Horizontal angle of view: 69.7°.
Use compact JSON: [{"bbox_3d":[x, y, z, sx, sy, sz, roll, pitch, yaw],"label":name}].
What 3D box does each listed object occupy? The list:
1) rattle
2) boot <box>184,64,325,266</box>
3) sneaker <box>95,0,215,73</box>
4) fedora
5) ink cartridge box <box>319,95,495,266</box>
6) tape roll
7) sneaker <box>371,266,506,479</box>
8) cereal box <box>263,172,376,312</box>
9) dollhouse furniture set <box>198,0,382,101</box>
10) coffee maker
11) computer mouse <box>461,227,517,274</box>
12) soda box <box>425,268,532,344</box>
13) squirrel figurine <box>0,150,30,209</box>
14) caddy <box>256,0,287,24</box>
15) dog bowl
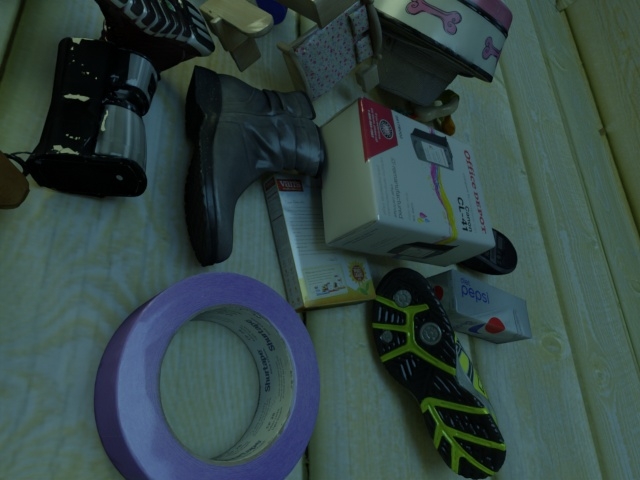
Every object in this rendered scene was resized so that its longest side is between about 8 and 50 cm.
[{"bbox_3d":[0.277,-0.316,1.228,0.130,0.143,0.199,37,59,19],"label":"rattle"},{"bbox_3d":[-0.091,-0.121,0.719,0.222,0.118,0.339,5,68,-26],"label":"boot"},{"bbox_3d":[-0.275,-0.283,0.613,0.107,0.162,0.281,68,17,9],"label":"sneaker"},{"bbox_3d":[0.219,-0.407,1.109,0.243,0.124,0.275,1,36,-46],"label":"fedora"},{"bbox_3d":[0.154,-0.090,0.822,0.305,0.131,0.227,9,66,-36],"label":"ink cartridge box"},{"bbox_3d":[-0.133,0.183,0.590,0.274,0.090,0.275,19,60,-35],"label":"tape roll"},{"bbox_3d":[0.209,0.235,0.864,0.385,0.145,0.147,68,15,9],"label":"sneaker"},{"bbox_3d":[0.000,0.000,0.821,0.172,0.047,0.241,0,70,-40],"label":"cereal box"},{"bbox_3d":[0.012,-0.315,0.827,0.303,0.356,0.174,-41,57,-9],"label":"dollhouse furniture set"},{"bbox_3d":[-0.299,-0.159,0.580,0.171,0.120,0.179,13,62,-36],"label":"coffee maker"},{"bbox_3d":[0.365,0.000,1.137,0.272,0.072,0.189,29,55,-14],"label":"computer mouse"},{"bbox_3d":[0.353,0.156,1.031,0.286,0.091,0.098,22,58,-33],"label":"soda box"},{"bbox_3d":[-0.511,-0.089,0.304,0.396,0.281,0.371,38,60,1],"label":"squirrel figurine"},{"bbox_3d":[-0.120,-0.573,0.836,0.341,0.241,0.180,26,61,-46],"label":"caddy"},{"bbox_3d":[0.273,-0.545,1.106,0.407,0.151,0.408,24,23,-11],"label":"dog bowl"}]
